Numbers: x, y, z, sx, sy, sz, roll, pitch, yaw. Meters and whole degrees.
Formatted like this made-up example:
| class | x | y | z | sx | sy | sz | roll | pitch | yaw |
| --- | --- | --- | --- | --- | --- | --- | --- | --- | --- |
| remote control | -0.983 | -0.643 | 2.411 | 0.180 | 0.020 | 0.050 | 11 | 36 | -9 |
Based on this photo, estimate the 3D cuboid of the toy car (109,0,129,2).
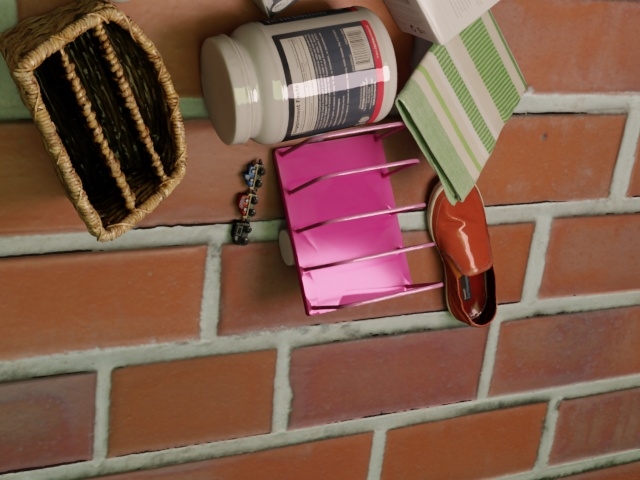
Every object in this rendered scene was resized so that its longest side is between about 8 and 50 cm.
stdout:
| class | x | y | z | sx | sy | sz | roll | pitch | yaw |
| --- | --- | --- | --- | --- | --- | --- | --- | --- | --- |
| toy car | -0.271 | -0.441 | 1.364 | 0.159 | 0.136 | 0.182 | -35 | 100 | 35 |

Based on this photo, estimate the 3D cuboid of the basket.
| class | x | y | z | sx | sy | sz | roll | pitch | yaw |
| --- | --- | --- | --- | --- | --- | --- | --- | --- | --- |
| basket | -0.305 | -0.186 | 1.405 | 0.213 | 0.223 | 0.299 | -26 | 120 | -14 |

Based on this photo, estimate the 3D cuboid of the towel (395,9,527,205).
| class | x | y | z | sx | sy | sz | roll | pitch | yaw |
| --- | --- | --- | --- | --- | --- | --- | --- | --- | --- |
| towel | 0.248 | -0.254 | 1.665 | 0.248 | 0.038 | 0.325 | 55 | 52 | -33 |

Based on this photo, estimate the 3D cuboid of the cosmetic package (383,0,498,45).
| class | x | y | z | sx | sy | sz | roll | pitch | yaw |
| --- | --- | --- | --- | --- | --- | --- | --- | --- | --- |
| cosmetic package | 0.200 | -0.443 | 1.580 | 0.184 | 0.151 | 0.151 | -38 | 122 | -5 |

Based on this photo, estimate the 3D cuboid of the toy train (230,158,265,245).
| class | x | y | z | sx | sy | sz | roll | pitch | yaw |
| --- | --- | --- | --- | --- | --- | --- | --- | --- | --- |
| toy train | -0.127 | -0.066 | 1.662 | 0.036 | 0.027 | 0.158 | 9 | 108 | -18 |

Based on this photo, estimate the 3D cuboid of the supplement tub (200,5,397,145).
| class | x | y | z | sx | sy | sz | roll | pitch | yaw |
| --- | --- | --- | --- | --- | --- | --- | --- | --- | --- |
| supplement tub | -0.034 | -0.257 | 1.524 | 0.272 | 0.191 | 0.191 | -14 | 117 | -20 |

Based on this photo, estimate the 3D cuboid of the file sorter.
| class | x | y | z | sx | sy | sz | roll | pitch | yaw |
| --- | --- | --- | --- | --- | --- | --- | --- | --- | --- |
| file sorter | 0.068 | -0.038 | 1.610 | 0.202 | 0.182 | 0.290 | -11 | 89 | -21 |

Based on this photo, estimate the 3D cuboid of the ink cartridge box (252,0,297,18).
| class | x | y | z | sx | sy | sz | roll | pitch | yaw |
| --- | --- | --- | --- | --- | --- | --- | --- | --- | --- |
| ink cartridge box | -0.066 | -0.496 | 1.410 | 0.165 | 0.065 | 0.332 | -35 | 144 | -7 |

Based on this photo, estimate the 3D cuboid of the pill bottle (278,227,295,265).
| class | x | y | z | sx | sy | sz | roll | pitch | yaw |
| --- | --- | --- | --- | --- | --- | --- | --- | --- | --- |
| pill bottle | 0.000 | 0.000 | 1.721 | 0.137 | 0.078 | 0.078 | -12 | 116 | -22 |

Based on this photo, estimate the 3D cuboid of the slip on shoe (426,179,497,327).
| class | x | y | z | sx | sy | sz | roll | pitch | yaw |
| --- | --- | --- | --- | --- | --- | --- | --- | --- | --- |
| slip on shoe | 0.284 | 0.024 | 1.858 | 0.123 | 0.101 | 0.331 | -19 | 117 | -16 |
